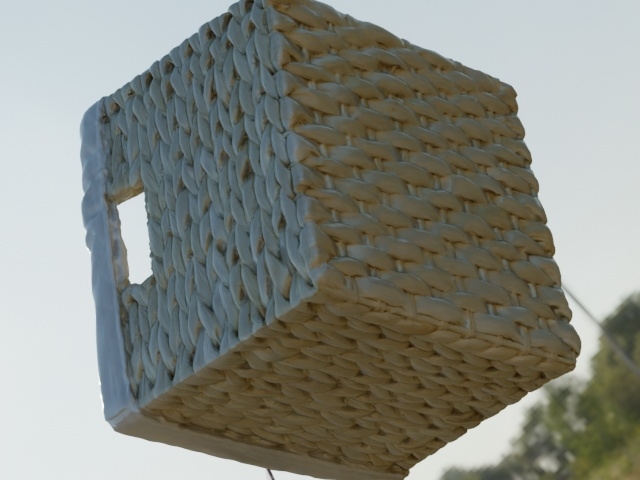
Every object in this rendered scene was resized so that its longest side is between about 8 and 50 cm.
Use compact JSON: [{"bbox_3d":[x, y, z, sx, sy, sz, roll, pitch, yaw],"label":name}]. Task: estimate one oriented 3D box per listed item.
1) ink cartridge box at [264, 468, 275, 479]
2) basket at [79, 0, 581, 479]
[{"bbox_3d":[-0.019,0.379,1.462,0.060,0.239,0.275,-19,-52,-14],"label":"ink cartridge box"},{"bbox_3d":[0.000,0.000,1.335,0.331,0.328,0.266,17,-40,-38],"label":"basket"}]
